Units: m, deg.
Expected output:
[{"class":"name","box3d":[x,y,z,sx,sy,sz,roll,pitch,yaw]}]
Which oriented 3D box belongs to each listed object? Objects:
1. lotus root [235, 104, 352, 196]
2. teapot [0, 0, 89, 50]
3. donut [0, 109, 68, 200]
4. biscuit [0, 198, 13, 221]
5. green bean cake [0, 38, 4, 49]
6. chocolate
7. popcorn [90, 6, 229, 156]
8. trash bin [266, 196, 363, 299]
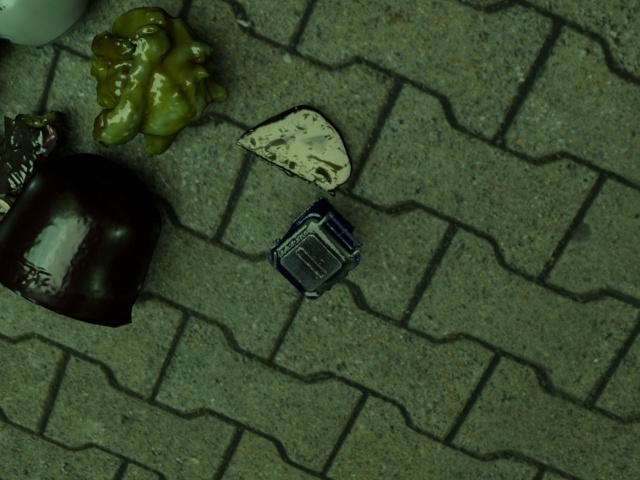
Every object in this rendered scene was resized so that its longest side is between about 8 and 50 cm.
[{"class":"lotus root","box3d":[-0.041,-0.218,1.746,0.261,0.074,0.170,33,109,-3]},{"class":"teapot","box3d":[-0.630,-0.554,1.598,0.424,0.252,0.280,7,147,41]},{"class":"donut","box3d":[-0.768,-0.232,1.802,0.345,0.136,0.259,23,110,1]},{"class":"biscuit","box3d":[-0.867,-0.104,1.912,0.240,0.035,0.158,28,112,-2]},{"class":"green bean cake","box3d":[-0.837,-0.413,1.621,0.241,0.132,0.255,-42,109,4]},{"class":"chocolate","box3d":[-0.537,-0.029,1.757,0.384,0.383,0.331,27,93,-2]},{"class":"popcorn","box3d":[-0.352,-0.333,1.658,0.290,0.321,0.325,-16,124,-5]},{"class":"trash bin","box3d":[0.000,0.000,1.729,0.184,0.234,0.162,-40,101,18]}]
